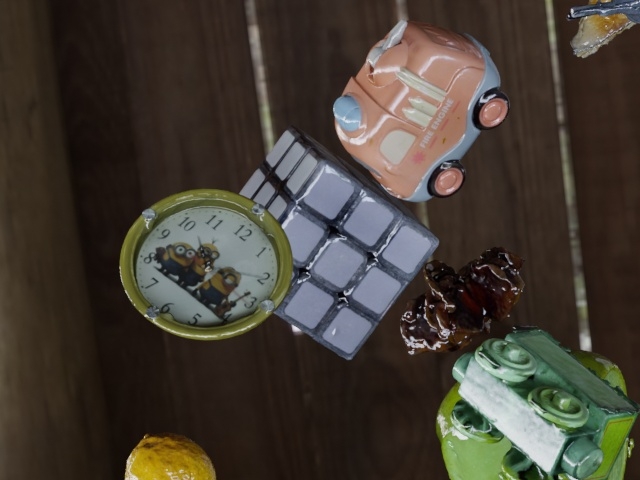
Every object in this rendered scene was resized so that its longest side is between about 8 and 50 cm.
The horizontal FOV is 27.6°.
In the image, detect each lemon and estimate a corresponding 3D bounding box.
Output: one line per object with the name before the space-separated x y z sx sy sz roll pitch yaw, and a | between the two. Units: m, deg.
lemon | -0.248 0.382 2.116 0.142 0.142 0.187 -13 -154 -31

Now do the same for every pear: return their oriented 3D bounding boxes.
pear | 0.352 0.329 2.214 0.318 0.342 0.238 5 -149 25

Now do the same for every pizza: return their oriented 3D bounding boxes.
pizza | 0.381 -0.305 1.620 0.052 0.195 0.185 25 -164 -50

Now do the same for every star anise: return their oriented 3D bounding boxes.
star anise | 0.196 0.074 1.766 0.190 0.126 0.220 -19 164 -26

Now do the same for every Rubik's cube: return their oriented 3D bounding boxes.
Rubik's cube | 0.000 0.000 2.553 0.305 0.304 0.301 32 -172 -23

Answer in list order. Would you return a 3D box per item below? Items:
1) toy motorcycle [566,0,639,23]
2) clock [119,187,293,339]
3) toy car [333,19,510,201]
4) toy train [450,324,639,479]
toy motorcycle | 0.381 -0.291 1.175 0.358 0.213 0.125 9 -176 22
clock | -0.154 0.038 1.773 0.237 0.237 0.057 -9 150 -9
toy car | 0.132 -0.203 1.971 0.212 0.270 0.180 19 -158 -35
toy train | 0.316 0.244 1.883 0.188 0.159 0.271 -2 -149 -39
